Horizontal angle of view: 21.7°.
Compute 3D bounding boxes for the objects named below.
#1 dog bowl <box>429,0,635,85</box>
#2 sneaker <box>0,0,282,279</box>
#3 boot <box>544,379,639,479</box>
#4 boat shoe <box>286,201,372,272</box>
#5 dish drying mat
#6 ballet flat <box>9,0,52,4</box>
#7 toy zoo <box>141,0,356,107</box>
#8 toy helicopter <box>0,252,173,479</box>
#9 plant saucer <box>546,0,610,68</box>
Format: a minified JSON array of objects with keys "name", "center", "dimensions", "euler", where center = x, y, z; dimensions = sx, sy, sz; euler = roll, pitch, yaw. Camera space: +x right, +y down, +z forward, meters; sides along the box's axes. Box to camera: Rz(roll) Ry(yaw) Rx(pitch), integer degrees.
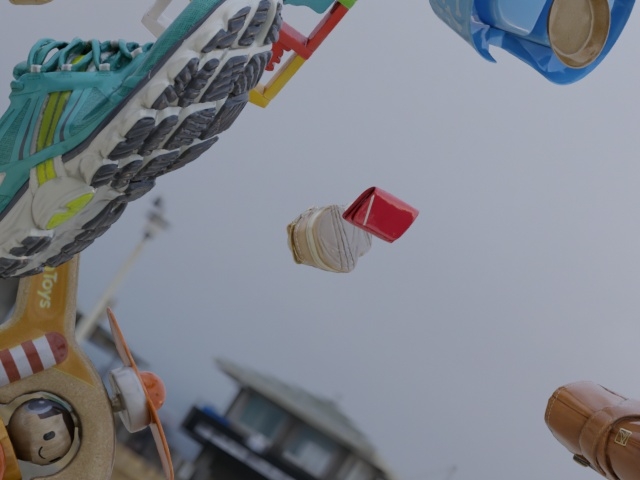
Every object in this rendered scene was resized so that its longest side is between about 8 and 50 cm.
[{"name":"dog bowl","center":[0.210,-0.253,1.642],"dimensions":[0.074,0.166,0.297],"euler":[33,14,34]},{"name":"sneaker","center":[-0.140,-0.079,1.005],"dimensions":[0.110,0.275,0.107],"euler":[60,28,10]},{"name":"boot","center":[0.328,0.214,1.467],"dimensions":[0.220,0.109,0.283],"euler":[25,0,34]},{"name":"boat shoe","center":[0.000,0.000,1.454],"dimensions":[0.059,0.063,0.170],"euler":[-11,1,16]},{"name":"dish drying mat","center":[0.043,-0.017,1.143],"dimensions":[0.008,0.032,0.083],"euler":[45,9,26]},{"name":"ballet flat","center":[-0.390,-0.364,1.941],"dimensions":[0.073,0.080,0.232],"euler":[-9,-52,30]},{"name":"toy zoo","center":[-0.084,-0.288,2.040],"dimensions":[0.192,0.293,0.030],"euler":[34,30,-16]},{"name":"toy helicopter","center":[-0.240,0.096,1.537],"dimensions":[0.235,0.355,0.140],"euler":[8,-9,-11]},{"name":"plant saucer","center":[0.231,-0.199,1.521],"dimensions":[0.015,0.083,0.083],"euler":[14,-21,48]}]
